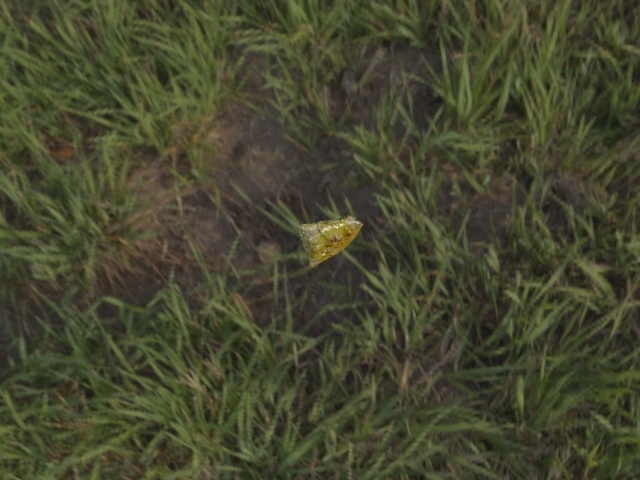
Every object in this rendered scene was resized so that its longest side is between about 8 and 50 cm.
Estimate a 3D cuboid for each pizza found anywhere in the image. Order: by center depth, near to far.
[{"bbox_3d":[0.000,0.000,1.554,0.123,0.108,0.026,-42,51,28],"label":"pizza"}]
